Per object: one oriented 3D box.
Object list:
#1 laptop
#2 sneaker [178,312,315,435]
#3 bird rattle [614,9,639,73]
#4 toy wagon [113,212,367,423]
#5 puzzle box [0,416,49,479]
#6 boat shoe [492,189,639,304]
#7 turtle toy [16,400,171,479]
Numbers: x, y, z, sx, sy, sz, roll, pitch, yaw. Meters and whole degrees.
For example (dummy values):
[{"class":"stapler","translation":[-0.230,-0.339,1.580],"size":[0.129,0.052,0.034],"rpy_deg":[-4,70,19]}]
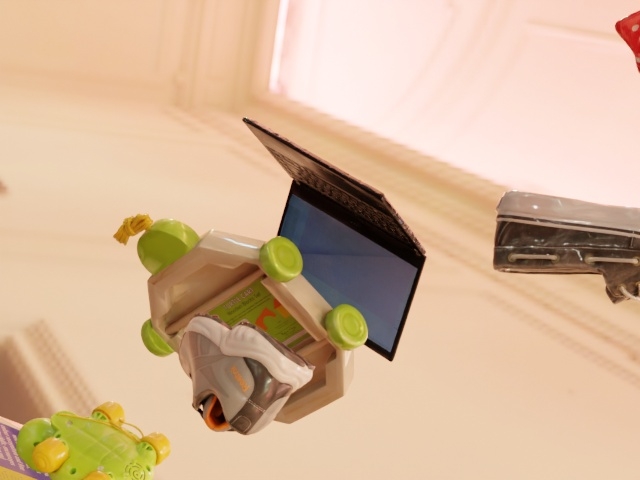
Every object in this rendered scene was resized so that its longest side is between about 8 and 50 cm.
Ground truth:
[{"class":"laptop","translation":[0.000,0.000,1.896],"size":[0.234,0.264,0.136],"rpy_deg":[31,-99,31]},{"class":"sneaker","translation":[-0.103,0.145,1.585],"size":[0.108,0.100,0.271],"rpy_deg":[-56,-165,-12]},{"class":"bird rattle","translation":[0.423,-0.157,1.534],"size":[0.207,0.143,0.253],"rpy_deg":[-11,-105,22]},{"class":"toy wagon","translation":[-0.111,0.083,1.888],"size":[0.267,0.344,0.068],"rpy_deg":[-32,-164,39]},{"class":"puzzle box","translation":[-0.179,0.297,1.202],"size":[0.052,0.272,0.409],"rpy_deg":[-49,-137,11]},{"class":"boat shoe","translation":[0.373,0.022,1.852],"size":[0.121,0.335,0.119],"rpy_deg":[20,80,-67]},{"class":"turtle toy","translation":[-0.188,0.177,1.206],"size":[0.130,0.095,0.066],"rpy_deg":[30,-55,23]}]
